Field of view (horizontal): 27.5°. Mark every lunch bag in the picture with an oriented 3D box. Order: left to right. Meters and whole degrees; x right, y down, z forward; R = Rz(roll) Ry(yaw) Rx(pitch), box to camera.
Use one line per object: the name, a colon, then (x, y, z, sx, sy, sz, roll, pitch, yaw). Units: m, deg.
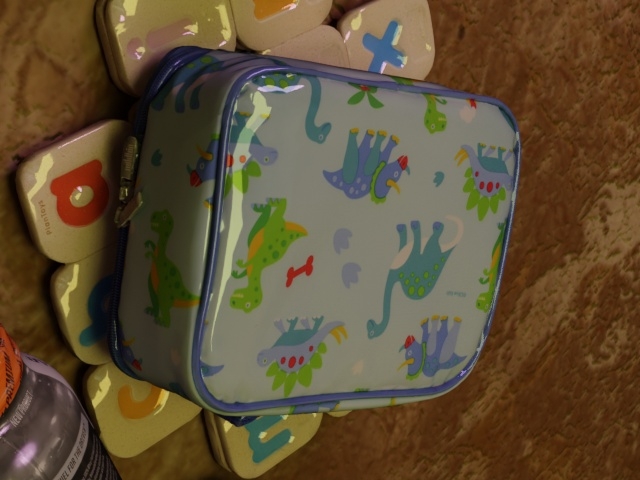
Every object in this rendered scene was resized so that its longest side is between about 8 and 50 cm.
lunch bag: (0.000, 0.000, 0.659, 0.219, 0.090, 0.176, 1, 99, -44)

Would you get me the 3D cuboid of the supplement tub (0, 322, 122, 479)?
supplement tub: (-0.140, 0.130, 0.572, 0.117, 0.117, 0.190, -40, 127, -29)

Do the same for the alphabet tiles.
alphabet tiles: (-0.028, -0.018, 0.706, 0.278, 0.021, 0.284, -32, 122, -35)
